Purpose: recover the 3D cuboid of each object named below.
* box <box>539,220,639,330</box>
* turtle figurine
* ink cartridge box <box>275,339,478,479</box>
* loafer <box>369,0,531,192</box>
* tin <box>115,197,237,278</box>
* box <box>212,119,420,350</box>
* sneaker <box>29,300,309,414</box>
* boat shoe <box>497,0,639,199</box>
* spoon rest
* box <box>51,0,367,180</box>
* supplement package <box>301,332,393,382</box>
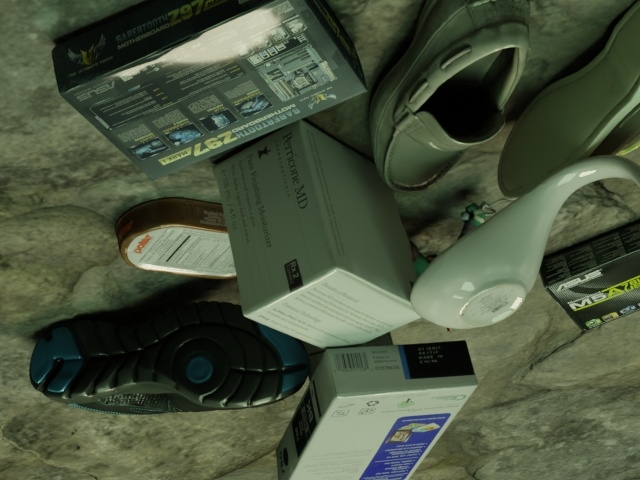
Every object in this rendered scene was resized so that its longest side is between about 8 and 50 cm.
[{"bbox_3d":[0.398,0.042,1.888,0.190,0.045,0.184,-23,153,16],"label":"box"},{"bbox_3d":[0.130,0.027,1.679,0.234,0.118,0.175,12,143,-33],"label":"turtle figurine"},{"bbox_3d":[0.049,0.219,1.660,0.165,0.065,0.333,-3,148,-18],"label":"ink cartridge box"},{"bbox_3d":[0.120,-0.131,1.387,0.112,0.111,0.319,-5,151,-14],"label":"loafer"},{"bbox_3d":[-0.133,0.000,1.599,0.189,0.040,0.106,8,141,-33],"label":"tin"},{"bbox_3d":[0.000,0.000,1.499,0.119,0.181,0.182,-28,149,24],"label":"box"},{"bbox_3d":[-0.170,0.147,1.744,0.340,0.125,0.139,0,162,17],"label":"sneaker"},{"bbox_3d":[0.296,-0.133,1.462,0.091,0.109,0.305,13,139,-31],"label":"boat shoe"},{"bbox_3d":[0.210,0.001,1.446,0.276,0.084,0.137,-33,144,19],"label":"spoon rest"},{"bbox_3d":[-0.096,-0.154,1.310,0.232,0.059,0.183,-21,150,13],"label":"box"},{"bbox_3d":[0.035,0.130,1.750,0.105,0.179,0.105,-15,152,3],"label":"supplement package"}]
